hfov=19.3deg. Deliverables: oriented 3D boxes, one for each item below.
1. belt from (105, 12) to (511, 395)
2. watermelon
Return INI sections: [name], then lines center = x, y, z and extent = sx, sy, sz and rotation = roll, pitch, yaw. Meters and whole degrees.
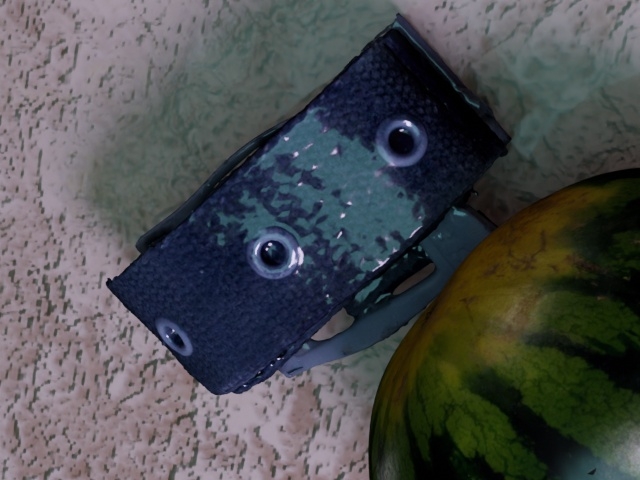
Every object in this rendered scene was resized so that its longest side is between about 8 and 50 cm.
[belt]
center = -0.001, 0.000, 1.002
extent = 0.218, 0.122, 0.128
rotation = -39, 96, 21
[watermelon]
center = 0.152, 0.097, 0.918
extent = 0.269, 0.269, 0.269
rotation = 5, 108, 14
